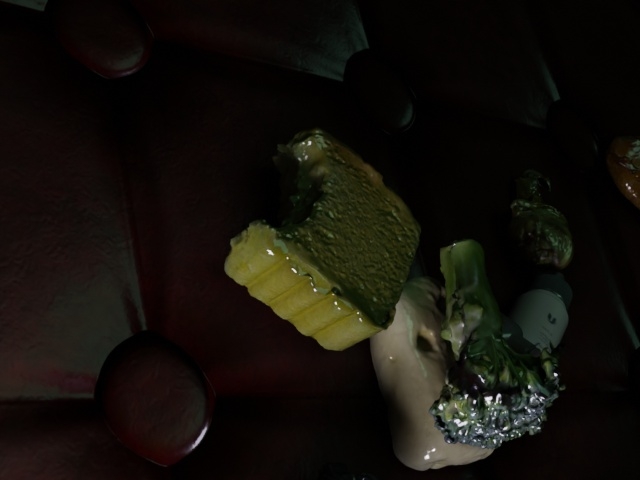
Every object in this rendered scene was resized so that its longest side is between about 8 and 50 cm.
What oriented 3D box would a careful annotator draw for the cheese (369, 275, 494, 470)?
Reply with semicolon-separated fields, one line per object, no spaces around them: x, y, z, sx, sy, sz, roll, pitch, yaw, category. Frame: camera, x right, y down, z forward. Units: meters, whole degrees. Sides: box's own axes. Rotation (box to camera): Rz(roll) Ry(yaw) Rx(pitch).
0.154;0.175;1.450;0.159;0.093;0.263;5;63;-41;cheese

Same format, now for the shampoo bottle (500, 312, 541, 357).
0.247;0.127;1.531;0.080;0.040;0.165;-3;28;-40;shampoo bottle

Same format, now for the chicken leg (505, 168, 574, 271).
0.352;-0.039;1.759;0.103;0.088;0.228;-2;48;-8;chicken leg

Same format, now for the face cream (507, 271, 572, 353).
0.317;0.144;1.615;0.092;0.092;0.311;47;43;-10;face cream

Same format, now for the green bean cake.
0.000;0.000;1.392;0.233;0.124;0.236;42;45;-17;green bean cake

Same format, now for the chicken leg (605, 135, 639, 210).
0.618;-0.087;2.035;0.107;0.087;0.252;-21;87;-25;chicken leg

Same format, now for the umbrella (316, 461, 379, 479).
-0.030;0.374;1.149;0.336;0.128;0.154;-35;93;-44;umbrella

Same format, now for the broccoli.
0.205;0.121;1.387;0.164;0.145;0.304;12;47;-20;broccoli
